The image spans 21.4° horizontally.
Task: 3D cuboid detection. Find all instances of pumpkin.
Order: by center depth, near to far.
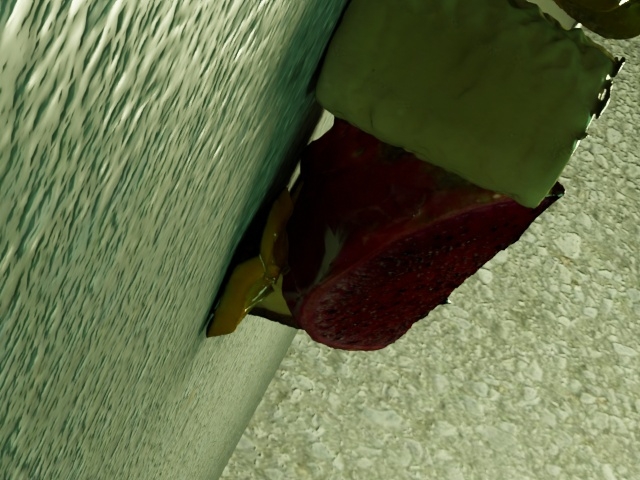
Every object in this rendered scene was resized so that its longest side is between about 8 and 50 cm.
[{"bbox_3d":[-0.042,0.020,1.167,0.073,0.035,0.101,-57,176,-43],"label":"pumpkin"}]

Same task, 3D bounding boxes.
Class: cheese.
[{"bbox_3d":[0.090,-0.102,1.063,0.123,0.167,0.094,-63,180,33],"label":"cheese"}]

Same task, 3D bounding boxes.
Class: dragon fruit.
[{"bbox_3d":[0.052,-0.025,1.208,0.189,0.163,0.262,-35,175,-44],"label":"dragon fruit"}]

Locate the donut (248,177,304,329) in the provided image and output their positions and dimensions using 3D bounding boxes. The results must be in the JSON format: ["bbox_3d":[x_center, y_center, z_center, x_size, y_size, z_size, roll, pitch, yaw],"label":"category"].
[{"bbox_3d":[0.000,0.000,1.411,0.166,0.073,0.184,-58,173,-35],"label":"donut"}]

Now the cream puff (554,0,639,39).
[{"bbox_3d":[0.179,-0.249,1.010,0.244,0.196,0.244,24,90,-86],"label":"cream puff"}]

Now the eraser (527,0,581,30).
[{"bbox_3d":[0.229,-0.328,1.647,0.226,0.158,0.069,-62,175,-15],"label":"eraser"}]
